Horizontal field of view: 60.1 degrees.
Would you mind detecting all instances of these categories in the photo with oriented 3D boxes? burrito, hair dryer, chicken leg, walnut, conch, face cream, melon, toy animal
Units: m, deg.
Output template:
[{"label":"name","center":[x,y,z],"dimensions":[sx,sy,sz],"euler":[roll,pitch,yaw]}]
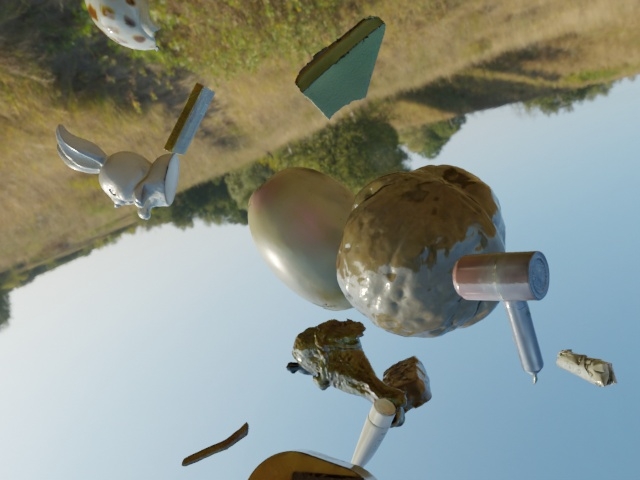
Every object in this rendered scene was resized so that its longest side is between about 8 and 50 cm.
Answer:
[{"label":"burrito","center":[0.671,0.320,1.412],"dimensions":[0.064,0.064,0.203],"euler":[-24,-175,-8]},{"label":"hair dryer","center":[0.149,0.063,0.429],"dimensions":[0.063,0.114,0.037],"euler":[-7,-160,45]},{"label":"chicken leg","center":[0.086,0.325,1.470],"dimensions":[0.361,0.212,0.140],"euler":[19,-168,30]},{"label":"walnut","center":[0.142,0.011,0.775],"dimensions":[0.248,0.248,0.248],"euler":[-22,-169,4]},{"label":"conch","center":[-0.499,-0.587,1.351],"dimensions":[0.148,0.275,0.183],"euler":[-14,151,-31]},{"label":"face cream","center":[0.117,0.486,1.331],"dimensions":[0.058,0.244,0.092],"euler":[31,-151,27]},{"label":"melon","center":[0.000,0.000,1.086],"dimensions":[0.223,0.317,0.223],"euler":[-43,-170,9]},{"label":"toy animal","center":[-0.377,-0.117,0.998],"dimensions":[0.220,0.131,0.104],"euler":[11,175,-8]}]

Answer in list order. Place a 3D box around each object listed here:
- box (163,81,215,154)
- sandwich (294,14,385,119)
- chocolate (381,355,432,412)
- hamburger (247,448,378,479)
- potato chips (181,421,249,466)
[{"label":"box","center":[-0.278,-0.257,1.180],"dimensions":[0.156,0.022,0.089],"euler":[-62,180,9]},{"label":"sandwich","center":[0.073,-0.416,1.359],"dimensions":[0.245,0.063,0.212],"euler":[-36,159,12]},{"label":"chocolate","center":[0.257,0.443,1.706],"dimensions":[0.148,0.093,0.214],"euler":[-31,-177,10]},{"label":"hamburger","center":[-0.009,0.521,1.046],"dimensions":[0.295,0.151,0.227],"euler":[11,-124,24]},{"label":"potato chips","center":[-0.272,0.541,1.457],"dimensions":[0.204,0.037,0.026],"euler":[-29,-140,2]}]
